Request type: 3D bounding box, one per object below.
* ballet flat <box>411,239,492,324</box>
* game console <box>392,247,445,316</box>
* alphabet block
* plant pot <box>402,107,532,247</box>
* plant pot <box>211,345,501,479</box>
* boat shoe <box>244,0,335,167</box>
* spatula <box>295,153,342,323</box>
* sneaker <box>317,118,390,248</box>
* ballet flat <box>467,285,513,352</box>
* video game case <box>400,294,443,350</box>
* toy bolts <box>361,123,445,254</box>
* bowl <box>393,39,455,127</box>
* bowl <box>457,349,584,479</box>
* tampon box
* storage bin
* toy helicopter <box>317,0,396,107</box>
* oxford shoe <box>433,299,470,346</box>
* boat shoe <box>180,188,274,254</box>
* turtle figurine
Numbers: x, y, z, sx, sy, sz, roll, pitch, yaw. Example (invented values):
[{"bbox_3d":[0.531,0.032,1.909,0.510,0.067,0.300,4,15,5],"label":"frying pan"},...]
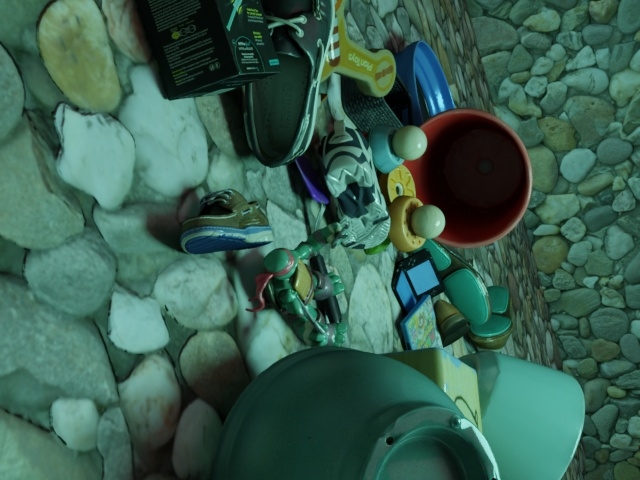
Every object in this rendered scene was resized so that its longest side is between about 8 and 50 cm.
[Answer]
[{"bbox_3d":[0.286,0.051,1.481,0.280,0.095,0.096,51,39,-10],"label":"ballet flat"},{"bbox_3d":[0.203,0.097,1.403,0.122,0.107,0.071,62,0,-31],"label":"game console"},{"bbox_3d":[0.120,0.278,0.993,0.192,0.193,0.197,34,49,-54],"label":"alphabet block"},{"bbox_3d":[0.323,-0.142,1.437,0.243,0.275,0.275,-25,102,-63],"label":"plant pot"},{"bbox_3d":[0.059,0.256,0.710,0.293,0.196,0.293,5,79,-29],"label":"plant pot"},{"bbox_3d":[-0.043,-0.244,0.888,0.091,0.114,0.302,-64,155,-69],"label":"boat shoe"},{"bbox_3d":[0.000,0.000,1.055,0.084,0.030,0.296,9,71,-71],"label":"spatula"},{"bbox_3d":[0.054,-0.101,1.140,0.235,0.094,0.153,59,21,-50],"label":"sneaker"},{"bbox_3d":[0.469,0.241,1.887,0.342,0.116,0.124,-49,142,-65],"label":"ballet flat"},{"bbox_3d":[0.211,0.210,1.385,0.119,0.015,0.166,-39,119,-49],"label":"video game case"},{"bbox_3d":[0.152,-0.114,1.238,0.218,0.158,0.228,-46,120,-44],"label":"toy bolts"},{"bbox_3d":[0.268,-0.298,1.713,0.391,0.077,0.391,40,43,-54],"label":"bowl"},{"bbox_3d":[0.272,0.309,1.158,0.163,0.311,0.311,37,34,-5],"label":"bowl"},{"bbox_3d":[-0.134,-0.259,0.803,0.120,0.101,0.161,-34,109,-64],"label":"tampon box"},{"bbox_3d":[0.117,-0.278,1.371,0.180,0.084,0.122,39,45,-55],"label":"storage bin"},{"bbox_3d":[0.013,-0.280,1.075,0.355,0.140,0.235,5,97,-53],"label":"toy helicopter"},{"bbox_3d":[0.278,0.180,1.499,0.076,0.076,0.212,56,-7,26],"label":"oxford shoe"},{"bbox_3d":[-0.114,-0.023,0.794,0.183,0.066,0.066,3,71,-75],"label":"boat shoe"},{"bbox_3d":[-0.018,0.056,0.893,0.234,0.118,0.175,62,40,-63],"label":"turtle figurine"}]
